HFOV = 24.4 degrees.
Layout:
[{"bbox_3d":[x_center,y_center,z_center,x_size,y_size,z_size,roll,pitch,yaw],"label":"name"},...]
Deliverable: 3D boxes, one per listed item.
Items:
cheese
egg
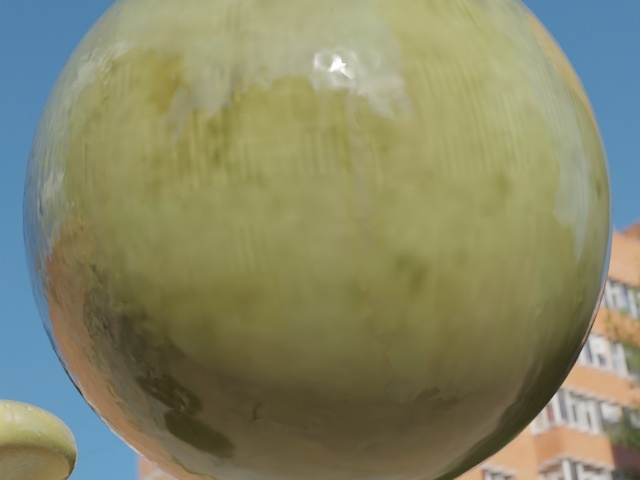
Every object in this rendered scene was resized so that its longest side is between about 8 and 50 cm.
[{"bbox_3d":[-0.288,0.161,1.200,0.127,0.050,0.255,-31,-27,-3],"label":"cheese"},{"bbox_3d":[0.000,0.000,0.584,0.218,0.218,0.295,-6,-16,1],"label":"egg"}]
